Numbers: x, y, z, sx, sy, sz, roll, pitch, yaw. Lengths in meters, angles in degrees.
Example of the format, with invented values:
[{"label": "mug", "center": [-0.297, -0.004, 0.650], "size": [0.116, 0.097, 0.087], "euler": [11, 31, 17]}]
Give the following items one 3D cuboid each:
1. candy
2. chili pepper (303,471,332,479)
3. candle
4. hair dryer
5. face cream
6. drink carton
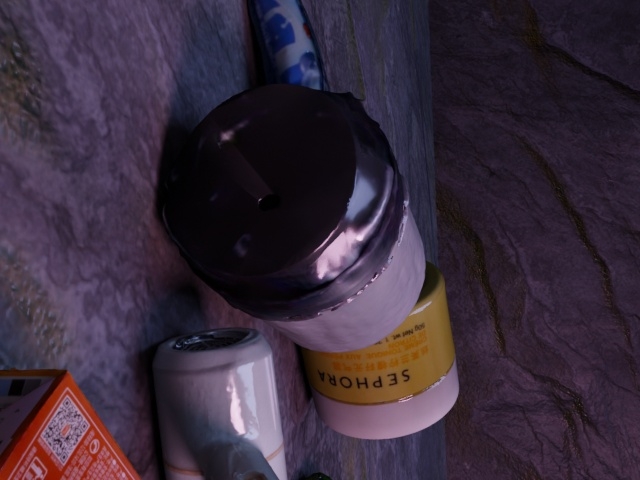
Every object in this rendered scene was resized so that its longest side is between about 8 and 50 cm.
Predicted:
[{"label": "candy", "center": [-0.032, -0.233, 0.828], "size": [0.187, 0.077, 0.331], "euler": [3, 72, -75]}, {"label": "chili pepper", "center": [-0.015, 0.368, 0.829], "size": [0.182, 0.050, 0.073], "euler": [-37, 128, -67]}, {"label": "candle", "center": [0.000, 0.000, 0.669], "size": [0.342, 0.222, 0.221], "euler": [49, 41, -62]}, {"label": "hair dryer", "center": [-0.042, 0.176, 0.431], "size": [0.357, 0.108, 0.173], "euler": [-172, -106, -69]}, {"label": "face cream", "center": [0.080, 0.143, 0.892], "size": [0.218, 0.218, 0.179], "euler": [-57, 138, -62]}, {"label": "drink carton", "center": [-0.151, 0.175, 0.364], "size": [0.071, 0.096, 0.222], "euler": [-71, 152, -51]}]
